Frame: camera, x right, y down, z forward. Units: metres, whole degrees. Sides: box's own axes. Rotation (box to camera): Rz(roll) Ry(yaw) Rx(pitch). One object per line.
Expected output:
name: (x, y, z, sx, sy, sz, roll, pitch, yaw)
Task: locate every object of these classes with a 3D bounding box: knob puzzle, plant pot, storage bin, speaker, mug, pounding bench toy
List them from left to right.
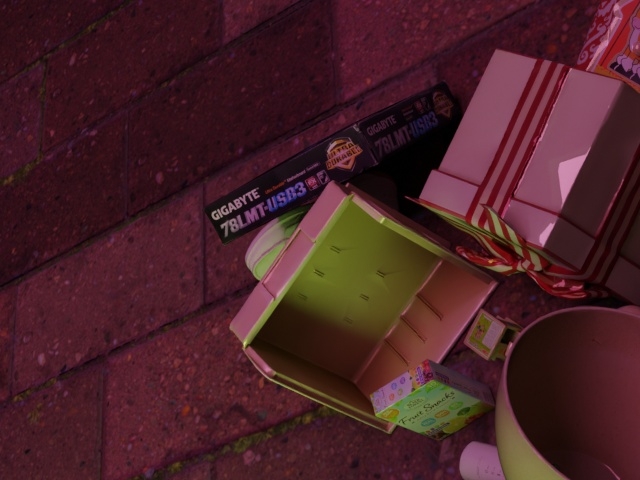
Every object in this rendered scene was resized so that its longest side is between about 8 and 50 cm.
storage bin: (0.056, 0.088, 1.981, 0.262, 0.260, 0.123, -55, 39, 9)
pounding bench toy: (0.244, 0.135, 1.911, 0.083, 0.065, 0.052, 36, 104, 49)
speaker: (0.241, 0.291, 1.844, 0.136, 0.055, 0.055, 7, 75, 46)
plant pot: (0.317, 0.243, 1.671, 0.191, 0.284, 0.284, 107, 152, -44)
mug: (0.388, -0.265, 1.946, 0.150, 0.113, 0.169, 7, 71, 44)
knob puzzle: (0.453, -0.248, 1.835, 0.213, 0.030, 0.213, 0, 89, 7)

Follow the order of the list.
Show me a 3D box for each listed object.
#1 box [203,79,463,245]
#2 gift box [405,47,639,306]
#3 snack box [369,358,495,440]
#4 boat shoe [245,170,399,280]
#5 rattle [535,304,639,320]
box: (0.021, -0.116, 2.115, 0.293, 0.295, 0.073, -27, 93, 34)
gift box: (0.282, -0.075, 1.838, 0.255, 0.276, 0.258, 23, 88, 53)
snack box: (0.148, 0.210, 1.913, 0.100, 0.141, 0.037, -36, 49, 25)
boat shoe: (0.000, 0.000, 2.196, 0.277, 0.098, 0.096, -33, 49, 27)
rattle: (0.368, 0.119, 1.827, 0.199, 0.143, 0.130, -29, 83, 12)
